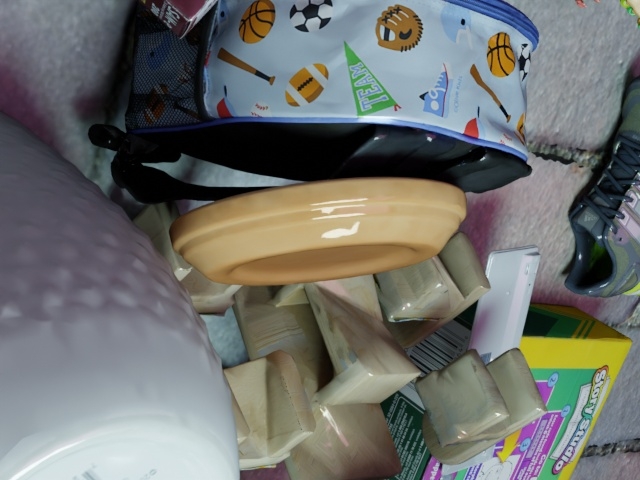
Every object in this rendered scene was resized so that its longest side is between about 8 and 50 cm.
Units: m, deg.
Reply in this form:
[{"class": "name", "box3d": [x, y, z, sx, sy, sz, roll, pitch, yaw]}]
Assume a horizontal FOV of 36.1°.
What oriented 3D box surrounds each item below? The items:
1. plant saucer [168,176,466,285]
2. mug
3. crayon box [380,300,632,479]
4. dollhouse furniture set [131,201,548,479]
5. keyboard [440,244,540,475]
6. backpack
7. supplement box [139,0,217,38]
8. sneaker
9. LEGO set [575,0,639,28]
[{"class": "plant saucer", "box3d": [0.000, 0.000, 0.658, 0.200, 0.200, 0.037, 3, 76, -42]}, {"class": "mug", "box3d": [-0.243, 0.111, 0.565, 0.374, 0.328, 0.276, -30, 131, -24]}, {"class": "crayon box", "box3d": [0.190, 0.253, 1.184, 0.313, 0.106, 0.363, 8, 109, -44]}, {"class": "dollhouse furniture set", "box3d": [-0.004, 0.199, 0.839, 0.362, 0.394, 0.256, 5, 144, -43]}, {"class": "keyboard", "box3d": [0.174, 0.127, 1.017, 0.072, 0.014, 0.256, -4, 113, -33]}, {"class": "backpack", "box3d": [0.021, -0.120, 0.702, 0.276, 0.263, 0.213, 1, 98, -41]}, {"class": "supplement box", "box3d": [-0.123, -0.246, 0.553, 0.239, 0.073, 0.130, 43, 84, -11]}, {"class": "sneaker", "box3d": [0.363, -0.051, 1.153, 0.121, 0.111, 0.300, -16, 122, -28]}, {"class": "LEGO set", "box3d": [0.225, -0.277, 0.891, 0.107, 0.132, 0.287, -44, 142, 1]}]
